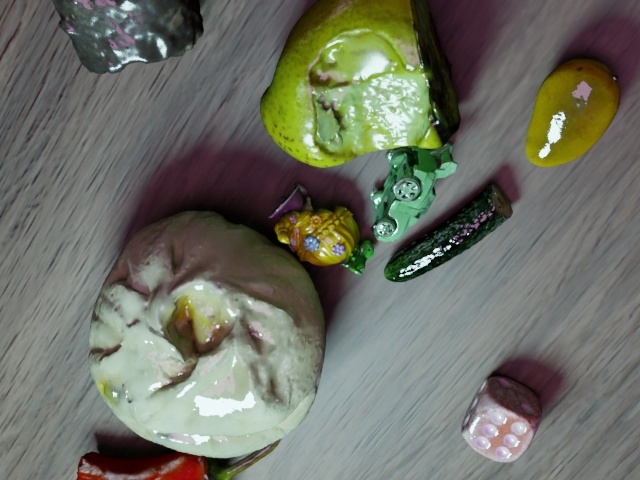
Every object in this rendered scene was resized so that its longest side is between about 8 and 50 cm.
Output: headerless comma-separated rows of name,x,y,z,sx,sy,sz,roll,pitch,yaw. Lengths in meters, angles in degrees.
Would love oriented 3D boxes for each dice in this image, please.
dice,0.265,0.262,1.768,0.094,0.091,0.093,25,117,-1

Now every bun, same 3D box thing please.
bun,-0.167,0.147,1.705,0.365,0.219,0.365,2,99,13

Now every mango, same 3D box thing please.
mango,0.324,-0.164,1.571,0.103,0.076,0.161,25,120,-5

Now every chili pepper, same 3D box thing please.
chili pepper,-0.218,0.398,1.917,0.338,0.131,0.135,-6,122,13

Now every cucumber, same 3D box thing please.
cucumber,0.173,0.000,1.692,0.214,0.052,0.058,-36,83,25

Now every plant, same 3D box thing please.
plant,-0.263,-0.365,1.551,0.188,0.199,0.276,-15,114,12

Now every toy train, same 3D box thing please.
toy train,0.121,-0.067,1.653,0.081,0.099,0.149,15,120,-12

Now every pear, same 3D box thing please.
pear,0.034,-0.221,1.563,0.255,0.164,0.238,-9,114,17

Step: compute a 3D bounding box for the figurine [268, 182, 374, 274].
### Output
figurine,0.000,0.000,1.697,0.156,0.115,0.095,41,126,-10
